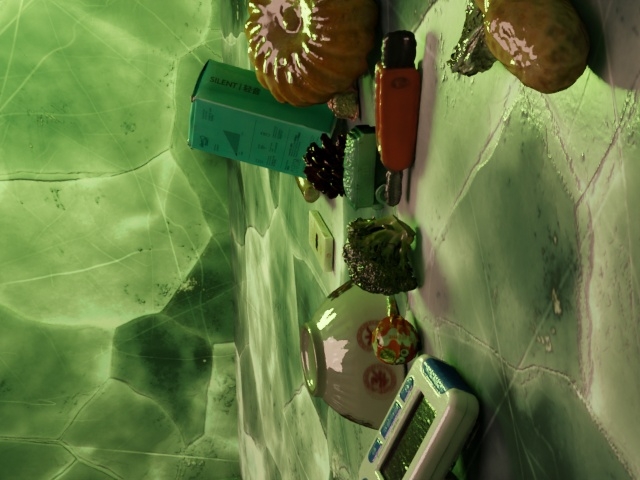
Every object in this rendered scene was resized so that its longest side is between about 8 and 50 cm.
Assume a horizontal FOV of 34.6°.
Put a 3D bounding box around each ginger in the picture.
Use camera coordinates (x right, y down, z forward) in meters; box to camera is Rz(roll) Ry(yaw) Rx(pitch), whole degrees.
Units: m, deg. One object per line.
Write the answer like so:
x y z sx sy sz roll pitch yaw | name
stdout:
-0.046 -0.221 2.482 0.166 0.080 0.333 77 175 -69 | ginger

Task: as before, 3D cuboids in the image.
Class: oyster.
0.215 -0.276 1.364 0.177 0.064 0.125 -102 25 -72 | oyster

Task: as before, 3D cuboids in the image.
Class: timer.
0.160 0.325 1.645 0.253 0.078 0.178 -63 21 12 | timer

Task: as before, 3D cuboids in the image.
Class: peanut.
0.234 -0.256 1.175 0.095 0.108 0.226 110 155 -44 | peanut

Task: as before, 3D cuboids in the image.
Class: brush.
0.126 -0.203 1.749 0.051 0.070 0.323 -109 17 -58 | brush

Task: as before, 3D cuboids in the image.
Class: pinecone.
0.038 -0.153 2.033 0.121 0.140 0.140 -53 39 40 | pinecone

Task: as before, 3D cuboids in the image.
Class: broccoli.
0.104 0.023 1.806 0.138 0.146 0.162 -50 46 15 | broccoli

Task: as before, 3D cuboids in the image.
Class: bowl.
0.049 0.231 2.062 0.337 0.158 0.337 174 90 -78 | bowl

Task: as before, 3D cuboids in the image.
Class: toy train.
0.090 -0.134 1.860 0.070 0.099 0.172 -122 30 -61 | toy train

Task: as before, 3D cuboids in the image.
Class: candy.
0.132 0.098 1.890 0.078 0.084 0.287 108 164 -53 | candy

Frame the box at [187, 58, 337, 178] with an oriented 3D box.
-0.126 -0.262 2.261 0.205 0.311 0.118 107 177 -59 | box

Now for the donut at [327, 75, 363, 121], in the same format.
0.044 -0.332 2.060 0.117 0.065 0.166 -112 23 -50 | donut

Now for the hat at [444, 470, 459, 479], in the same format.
0.214 0.470 1.681 0.173 0.144 0.166 47 152 -20 | hat

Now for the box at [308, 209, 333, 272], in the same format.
0.000 0.000 2.470 0.167 0.024 0.090 -118 26 -61 | box

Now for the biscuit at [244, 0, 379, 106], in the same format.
-0.033 -0.418 1.970 0.326 0.107 0.325 -3 86 45 | biscuit
